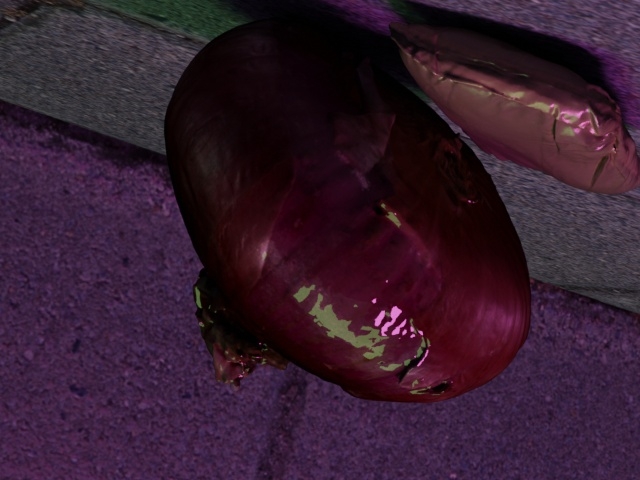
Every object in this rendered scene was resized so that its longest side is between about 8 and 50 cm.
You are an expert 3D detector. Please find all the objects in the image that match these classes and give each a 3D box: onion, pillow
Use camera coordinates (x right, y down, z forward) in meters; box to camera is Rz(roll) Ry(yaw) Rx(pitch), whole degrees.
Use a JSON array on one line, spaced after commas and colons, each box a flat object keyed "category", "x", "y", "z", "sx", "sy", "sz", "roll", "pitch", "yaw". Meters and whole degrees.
[{"category": "onion", "x": 0.000, "y": 0.000, "z": 1.552, "sx": 0.347, "sy": 0.285, "sz": 0.347, "roll": 42, "pitch": -165, "yaw": -14}, {"category": "pillow", "x": 0.154, "y": -0.097, "z": 1.475, "sx": 0.173, "sy": 0.067, "sz": 0.270, "roll": 21, "pitch": 176, "yaw": 16}]
